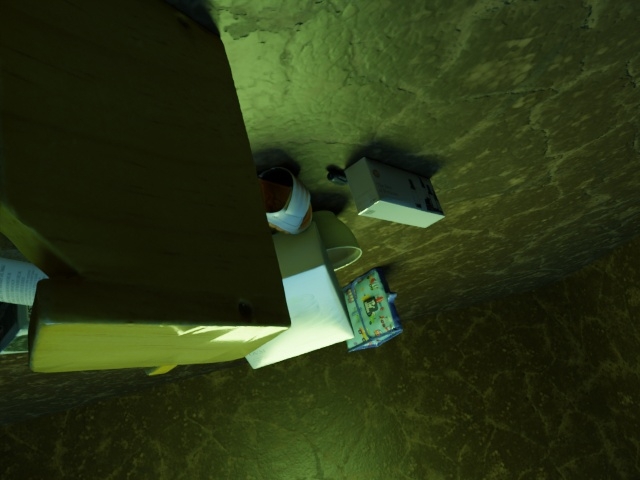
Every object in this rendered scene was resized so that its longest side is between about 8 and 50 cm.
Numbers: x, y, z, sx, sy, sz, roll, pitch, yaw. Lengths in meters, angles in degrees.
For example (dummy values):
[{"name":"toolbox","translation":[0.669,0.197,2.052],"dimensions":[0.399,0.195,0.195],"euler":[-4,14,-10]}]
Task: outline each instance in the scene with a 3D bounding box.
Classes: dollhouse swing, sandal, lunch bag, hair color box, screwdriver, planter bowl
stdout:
[{"name":"dollhouse swing","translation":[-0.231,-0.030,0.510],"dimensions":[0.305,0.346,0.315],"euler":[-27,157,29]},{"name":"sandal","translation":[-0.081,-0.081,0.846],"dimensions":[0.076,0.101,0.265],"euler":[-26,155,30]},{"name":"lunch bag","translation":[0.185,0.237,1.712],"dimensions":[0.138,0.220,0.293],"euler":[-5,157,-27]},{"name":"hair color box","translation":[-0.531,0.178,1.176],"dimensions":[0.375,0.113,0.185],"euler":[5,152,-43]},{"name":"screwdriver","translation":[0.061,-0.116,0.992],"dimensions":[0.024,0.025,0.170],"euler":[-27,166,26]},{"name":"planter bowl","translation":[0.000,0.000,1.108],"dimensions":[0.162,0.109,0.162],"euler":[-14,161,-5]}]

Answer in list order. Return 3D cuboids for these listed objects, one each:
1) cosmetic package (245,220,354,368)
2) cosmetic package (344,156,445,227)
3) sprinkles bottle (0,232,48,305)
[{"name":"cosmetic package","translation":[-0.075,0.113,0.985],"dimensions":[0.224,0.138,0.224],"euler":[-19,129,4]},{"name":"cosmetic package","translation":[0.156,-0.093,1.000],"dimensions":[0.060,0.098,0.239],"euler":[-34,154,35]},{"name":"sprinkles bottle","translation":[-0.422,0.036,0.719],"dimensions":[0.356,0.121,0.121],"euler":[12,151,-17]}]
